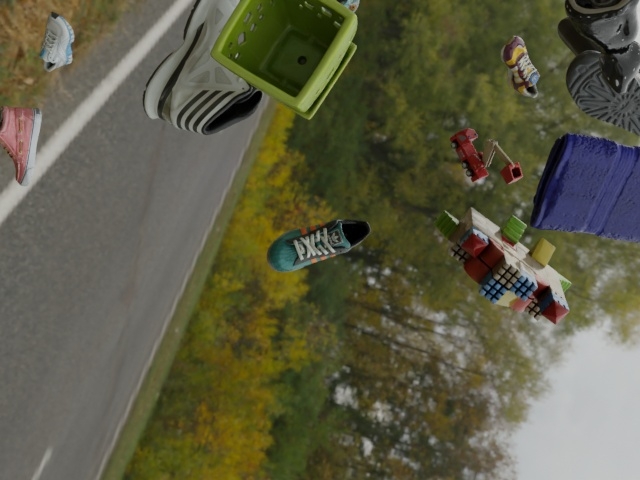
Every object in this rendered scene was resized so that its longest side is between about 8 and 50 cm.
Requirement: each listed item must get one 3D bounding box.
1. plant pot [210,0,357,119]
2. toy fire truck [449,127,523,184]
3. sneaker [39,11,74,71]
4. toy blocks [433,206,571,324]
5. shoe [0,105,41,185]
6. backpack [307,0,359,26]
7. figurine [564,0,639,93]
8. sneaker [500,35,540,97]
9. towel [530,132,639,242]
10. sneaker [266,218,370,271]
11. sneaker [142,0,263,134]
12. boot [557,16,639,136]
[{"bbox_3d":[-0.061,-0.400,1.669,0.227,0.228,0.207,-57,169,0],"label":"plant pot"},{"bbox_3d":[0.433,-0.221,2.081,0.047,0.192,0.135,-21,172,-39],"label":"toy fire truck"},{"bbox_3d":[-0.683,-0.500,2.028,0.083,0.071,0.191,-49,171,-31],"label":"sneaker"},{"bbox_3d":[0.455,0.076,1.948,0.191,0.381,0.261,-52,-175,22],"label":"toy blocks"},{"bbox_3d":[-0.644,-0.199,1.668,0.063,0.081,0.178,52,-50,49],"label":"shoe"},{"bbox_3d":[0.012,-0.627,2.030,0.188,0.144,0.166,-30,-133,43],"label":"backpack"},{"bbox_3d":[0.407,-0.342,1.109,0.209,0.092,0.215,39,53,-55],"label":"figurine"},{"bbox_3d":[0.495,-0.422,1.928,0.069,0.084,0.185,-45,147,-2],"label":"sneaker"},{"bbox_3d":[0.608,-0.109,1.646,0.076,0.308,0.228,-88,-171,-52],"label":"towel"},{"bbox_3d":[0.000,0.000,2.099,0.121,0.302,0.108,-20,-89,56],"label":"sneaker"},{"bbox_3d":[-0.219,-0.447,1.963,0.447,0.257,0.169,-61,166,-12],"label":"sneaker"},{"bbox_3d":[0.746,-0.494,2.143,0.146,0.367,0.445,-43,-147,32],"label":"boot"}]
